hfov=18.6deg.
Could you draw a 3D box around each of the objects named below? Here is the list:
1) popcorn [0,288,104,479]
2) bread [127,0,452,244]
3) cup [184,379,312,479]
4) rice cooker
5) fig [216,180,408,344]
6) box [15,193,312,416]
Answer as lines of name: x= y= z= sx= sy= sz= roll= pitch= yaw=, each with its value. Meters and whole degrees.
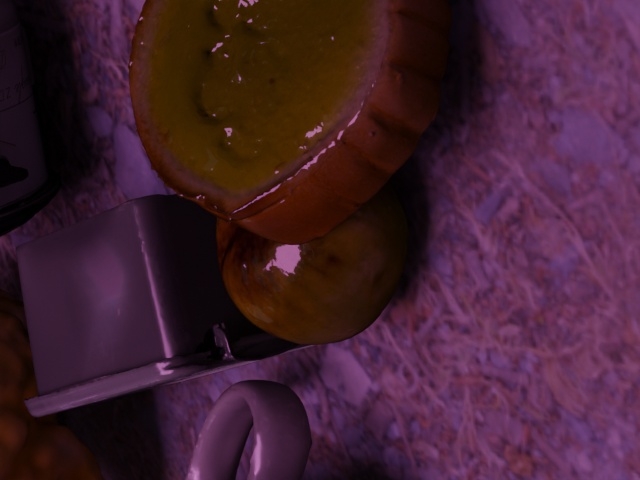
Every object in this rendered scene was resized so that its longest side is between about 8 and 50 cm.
popcorn: x=-0.343 y=0.200 z=1.607 sx=0.349 sy=0.349 sz=0.381 roll=-21 pitch=98 yaw=50
bread: x=-0.024 y=-0.118 z=1.268 sx=0.236 sy=0.070 sz=0.236 roll=-10 pitch=73 yaw=34
cup: x=-0.071 y=0.253 z=1.475 sx=0.257 sy=0.227 sz=0.301 roll=1 pitch=88 yaw=64
rice cooker: x=-0.338 y=-0.086 z=1.575 sx=0.281 sy=0.241 sz=0.227 roll=7 pitch=111 yaw=44
fig: x=-0.008 y=-0.002 z=1.343 sx=0.136 sy=0.121 sz=0.153 roll=24 pitch=121 yaw=44
box: x=-0.124 y=0.043 z=1.473 sx=0.243 sy=0.163 sz=0.135 roll=-20 pitch=83 yaw=51
